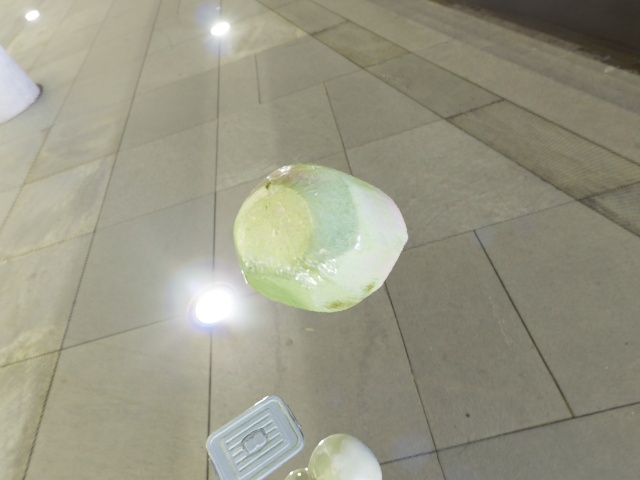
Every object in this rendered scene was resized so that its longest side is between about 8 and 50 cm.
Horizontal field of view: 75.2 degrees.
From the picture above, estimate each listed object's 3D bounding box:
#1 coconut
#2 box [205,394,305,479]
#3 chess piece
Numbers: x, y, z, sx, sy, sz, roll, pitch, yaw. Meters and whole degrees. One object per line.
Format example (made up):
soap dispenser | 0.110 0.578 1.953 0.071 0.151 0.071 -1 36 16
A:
coconut | 0.000 0.000 0.579 0.236 0.236 0.204 -29 61 -5
box | -0.085 0.281 0.565 0.122 0.069 0.084 -27 59 -20
chess piece | -0.020 0.384 0.574 0.251 0.144 0.144 -46 52 -12
